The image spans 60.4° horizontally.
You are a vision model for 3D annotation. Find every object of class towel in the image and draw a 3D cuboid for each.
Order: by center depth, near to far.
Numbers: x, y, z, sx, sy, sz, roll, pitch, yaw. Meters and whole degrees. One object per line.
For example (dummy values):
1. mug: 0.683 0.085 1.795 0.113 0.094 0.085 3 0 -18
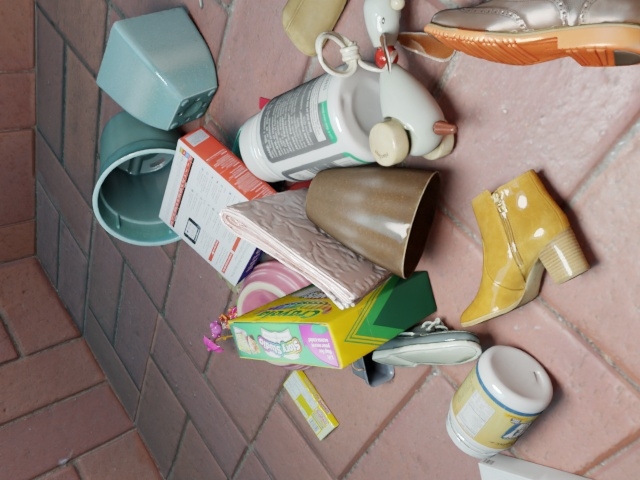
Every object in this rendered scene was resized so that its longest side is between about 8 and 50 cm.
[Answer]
1. towel: 0.000 0.000 1.151 0.317 0.332 0.053 35 114 16

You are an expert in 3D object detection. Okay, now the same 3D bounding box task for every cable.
1. cable: -0.131 -0.188 1.417 0.047 0.150 0.185 1 108 10

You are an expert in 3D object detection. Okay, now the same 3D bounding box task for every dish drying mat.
1. dish drying mat: -0.134 -0.355 1.450 0.083 0.008 0.032 26 122 41

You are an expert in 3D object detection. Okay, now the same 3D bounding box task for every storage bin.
1. storage bin: 0.110 0.287 1.371 0.091 0.098 0.135 -2 103 59

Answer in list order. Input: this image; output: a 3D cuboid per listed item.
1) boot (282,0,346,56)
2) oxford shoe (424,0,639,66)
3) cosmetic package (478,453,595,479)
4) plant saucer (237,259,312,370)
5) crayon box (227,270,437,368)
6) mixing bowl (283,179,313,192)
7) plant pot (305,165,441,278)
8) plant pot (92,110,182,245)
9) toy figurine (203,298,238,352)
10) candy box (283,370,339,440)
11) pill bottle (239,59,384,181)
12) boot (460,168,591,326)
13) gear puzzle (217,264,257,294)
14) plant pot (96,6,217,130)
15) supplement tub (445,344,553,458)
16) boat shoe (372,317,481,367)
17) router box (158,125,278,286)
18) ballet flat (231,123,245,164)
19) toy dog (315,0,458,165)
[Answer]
1. boot: -0.017 -0.574 1.171 0.269 0.089 0.236 -43 71 49
2. oxford shoe: 0.334 -0.352 0.859 0.363 0.130 0.133 18 100 37
3. cosmetic package: 0.441 0.506 1.101 0.239 0.060 0.099 -3 101 49
4. plant saucer: -0.122 0.225 1.567 0.332 0.084 0.332 14 113 35
5. crayon box: 0.021 0.170 1.246 0.362 0.313 0.106 -10 98 49
6. mixing bowl: -0.050 -0.066 1.401 0.181 0.098 0.182 22 122 42
7. plant pot: 0.094 -0.060 1.095 0.230 0.215 0.216 17 119 20
8. plant pot: -0.529 -0.218 1.685 0.334 0.341 0.341 60 143 43
9. toy figurine: -0.305 0.290 1.781 0.130 0.159 0.173 12 113 45
10. candy box: -0.032 0.490 1.654 0.206 0.027 0.105 53 134 20
11. pill bottle: -0.013 -0.241 1.206 0.361 0.204 0.204 -7 99 49
12. boot: 0.330 0.021 1.020 0.295 0.104 0.211 -44 65 45
13. gear puzzle: -0.193 0.141 1.693 0.339 0.044 0.176 41 130 27
14. plant pot: -0.446 -0.470 1.587 0.252 0.247 0.248 50 138 3
15. supplement tub: 0.341 0.319 1.075 0.144 0.144 0.200 43 133 29
16. boat shoe: 0.219 0.210 1.179 0.319 0.116 0.099 -29 43 59
17. router box: -0.266 -0.076 1.441 0.301 0.082 0.335 42 140 5
18. ballet flat: -0.220 -0.219 1.550 0.087 0.083 0.247 46 138 7
19. toy dog: 0.164 -0.290 0.999 0.161 0.220 0.334 -4 122 59
